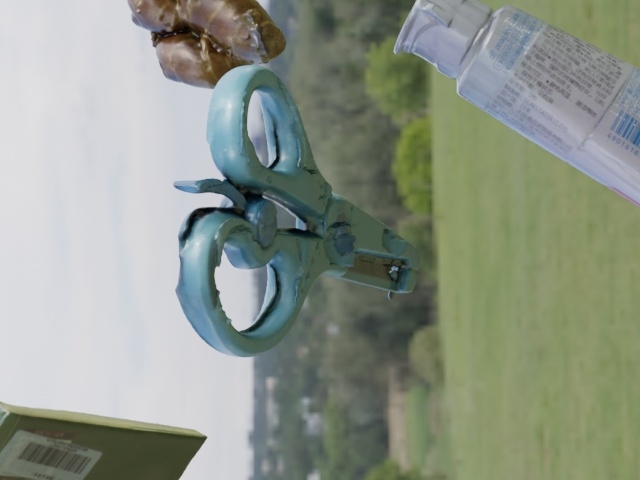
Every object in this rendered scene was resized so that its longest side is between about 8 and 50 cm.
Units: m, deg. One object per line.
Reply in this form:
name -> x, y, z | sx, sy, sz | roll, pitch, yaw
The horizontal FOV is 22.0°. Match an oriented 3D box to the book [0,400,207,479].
book -> -0.228, 0.242, 1.230 | 0.289, 0.201, 0.026 | -55, 52, 16

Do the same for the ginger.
ginger -> -0.112, -0.196, 1.444 | 0.162, 0.103, 0.073 | 48, -169, 11

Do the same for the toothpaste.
toothpaste -> 0.154, -0.072, 0.917 | 0.089, 0.234, 0.057 | -59, -6, -22

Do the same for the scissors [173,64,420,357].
scissors -> 0.001, 0.000, 1.120 | 0.393, 0.032, 0.180 | 23, -108, -66
